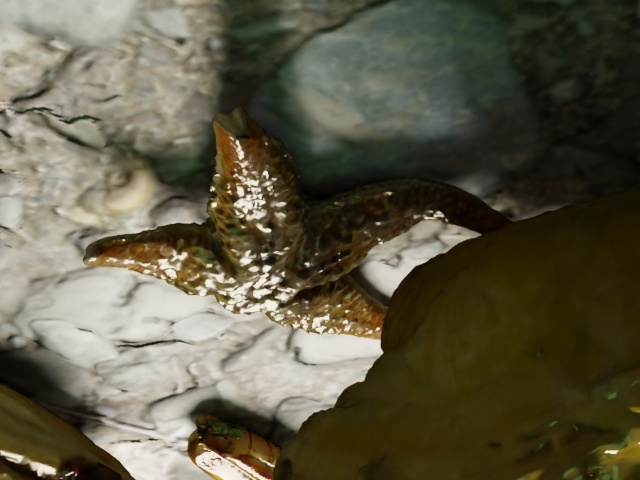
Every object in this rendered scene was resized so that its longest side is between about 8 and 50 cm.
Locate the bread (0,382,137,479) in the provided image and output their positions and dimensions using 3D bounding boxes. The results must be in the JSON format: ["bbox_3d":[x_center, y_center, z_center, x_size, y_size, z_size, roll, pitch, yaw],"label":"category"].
[{"bbox_3d":[-0.305,0.193,0.931,0.314,0.191,0.370,-30,139,28],"label":"bread"}]

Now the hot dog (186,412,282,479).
[{"bbox_3d":[-0.037,0.139,1.052,0.049,0.037,0.122,-18,139,32],"label":"hot dog"}]

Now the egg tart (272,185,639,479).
[{"bbox_3d":[0.165,0.066,0.845,0.351,0.153,0.339,-25,159,31],"label":"egg tart"}]

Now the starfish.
[{"bbox_3d":[0.001,-0.003,0.860,0.247,0.050,0.138,15,141,-44],"label":"starfish"}]
